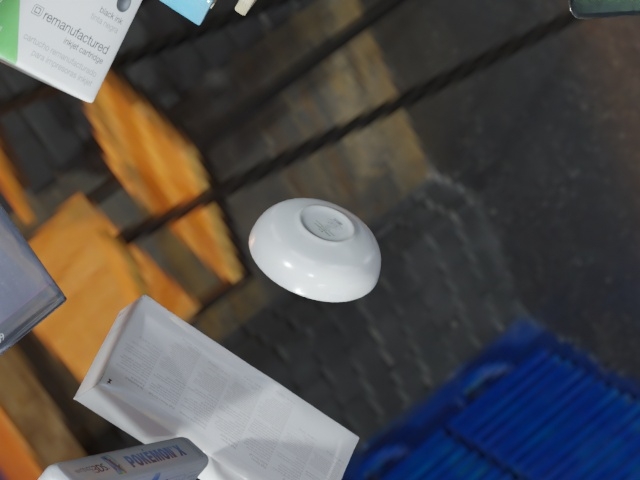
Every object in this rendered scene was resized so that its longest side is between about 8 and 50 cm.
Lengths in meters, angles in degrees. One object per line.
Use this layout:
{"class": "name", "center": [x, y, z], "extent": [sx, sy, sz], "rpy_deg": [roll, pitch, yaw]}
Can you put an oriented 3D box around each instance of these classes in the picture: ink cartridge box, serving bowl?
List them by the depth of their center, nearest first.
{"class": "serving bowl", "center": [0.000, 0.000, 1.105], "extent": [0.083, 0.083, 0.027], "rpy_deg": [43, 130, 28]}
{"class": "ink cartridge box", "center": [-0.234, -0.296, 1.553], "extent": [0.121, 0.289, 0.211], "rpy_deg": [25, 179, 40]}

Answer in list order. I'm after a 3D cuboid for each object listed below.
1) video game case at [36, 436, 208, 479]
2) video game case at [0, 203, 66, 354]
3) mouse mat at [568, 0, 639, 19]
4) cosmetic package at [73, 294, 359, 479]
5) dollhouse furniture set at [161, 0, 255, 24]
{"class": "video game case", "center": [-0.237, 0.287, 1.370], "extent": [0.036, 0.329, 0.300], "rpy_deg": [41, -173, 12]}
{"class": "video game case", "center": [-0.322, -0.002, 1.244], "extent": [0.026, 0.196, 0.274], "rpy_deg": [20, 146, 58]}
{"class": "mouse mat", "center": [0.241, -0.224, 1.207], "extent": [0.007, 0.189, 0.153], "rpy_deg": [28, 118, 49]}
{"class": "cosmetic package", "center": [-0.089, 0.157, 1.594], "extent": [0.239, 0.099, 0.060], "rpy_deg": [35, 146, -16]}
{"class": "dollhouse furniture set", "center": [-0.120, -0.240, 1.322], "extent": [0.183, 0.129, 0.129], "rpy_deg": [33, 137, -2]}
